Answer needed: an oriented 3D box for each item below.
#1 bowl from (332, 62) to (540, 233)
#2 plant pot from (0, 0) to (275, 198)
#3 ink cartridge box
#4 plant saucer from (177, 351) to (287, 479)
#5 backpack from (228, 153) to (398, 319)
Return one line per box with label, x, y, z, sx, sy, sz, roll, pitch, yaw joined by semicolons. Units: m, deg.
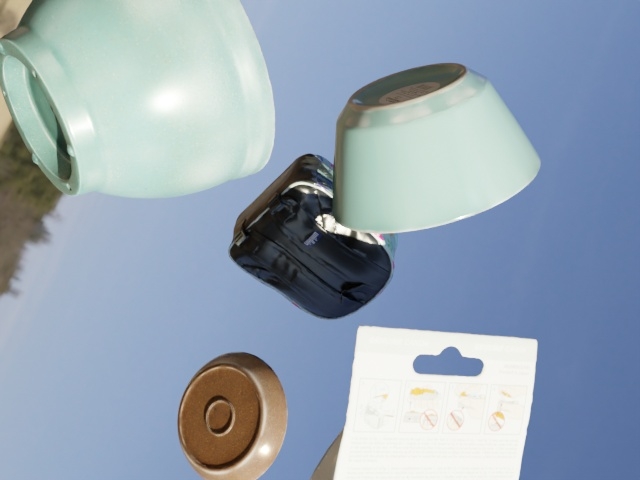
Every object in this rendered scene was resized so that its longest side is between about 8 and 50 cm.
bowl;0.146;-0.150;1.542;0.312;0.163;0.311;-15;-160;6
plant pot;-0.211;-0.163;1.114;0.196;0.293;0.293;-29;-176;-26
ink cartridge box;0.135;0.310;1.501;0.091;0.308;0.385;13;-84;62
plant saucer;-0.117;0.219;1.325;0.168;0.029;0.168;-9;-107;32
backpack;0.000;0.000;1.796;0.225;0.253;0.191;-43;-165;27
